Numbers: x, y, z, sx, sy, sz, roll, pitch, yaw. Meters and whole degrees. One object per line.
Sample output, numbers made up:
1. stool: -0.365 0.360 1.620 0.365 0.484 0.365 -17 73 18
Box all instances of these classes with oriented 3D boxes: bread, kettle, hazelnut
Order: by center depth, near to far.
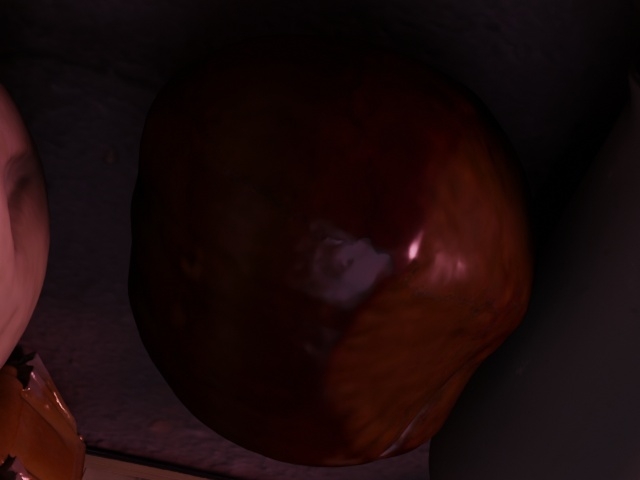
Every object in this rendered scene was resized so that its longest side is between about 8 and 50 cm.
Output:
1. hazelnut: 0.000 0.000 0.637 0.217 0.217 0.251 -7 152 1
2. kettle: 0.231 0.064 0.675 0.265 0.205 0.318 34 128 17
3. bread: -0.273 0.169 0.791 0.241 0.136 0.107 -25 125 15

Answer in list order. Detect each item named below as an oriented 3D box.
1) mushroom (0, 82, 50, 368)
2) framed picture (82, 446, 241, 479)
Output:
1. mushroom: -0.297 -0.027 0.504 0.353 0.325 0.353 13 131 16
2. framed picture: -0.133 0.227 0.931 0.199 0.010 0.195 15 127 -16
